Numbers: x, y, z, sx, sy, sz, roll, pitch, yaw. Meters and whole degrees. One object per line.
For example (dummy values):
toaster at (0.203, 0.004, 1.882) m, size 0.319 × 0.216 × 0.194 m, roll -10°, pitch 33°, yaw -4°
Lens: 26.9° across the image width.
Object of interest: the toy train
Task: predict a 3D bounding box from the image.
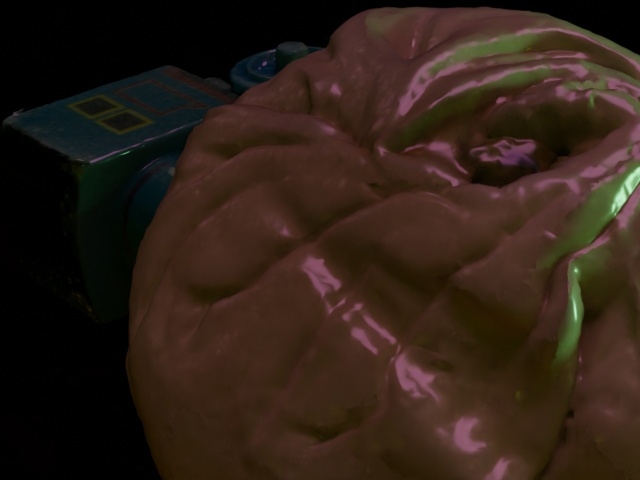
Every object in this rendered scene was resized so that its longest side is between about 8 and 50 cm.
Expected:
toy train at (0.000, 0.000, 0.628) m, size 0.194 × 0.120 × 0.298 m, roll -25°, pitch 37°, yaw -37°

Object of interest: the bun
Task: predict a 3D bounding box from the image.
bun at (0.051, 0.015, 0.429) m, size 0.229 × 0.145 × 0.229 m, roll 3°, pitch 48°, yaw -4°
